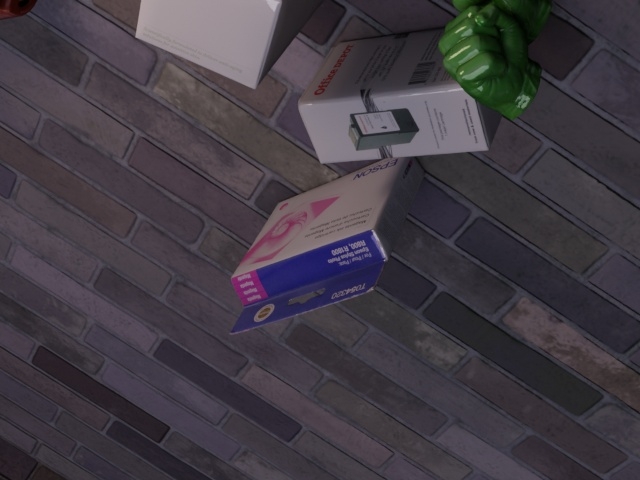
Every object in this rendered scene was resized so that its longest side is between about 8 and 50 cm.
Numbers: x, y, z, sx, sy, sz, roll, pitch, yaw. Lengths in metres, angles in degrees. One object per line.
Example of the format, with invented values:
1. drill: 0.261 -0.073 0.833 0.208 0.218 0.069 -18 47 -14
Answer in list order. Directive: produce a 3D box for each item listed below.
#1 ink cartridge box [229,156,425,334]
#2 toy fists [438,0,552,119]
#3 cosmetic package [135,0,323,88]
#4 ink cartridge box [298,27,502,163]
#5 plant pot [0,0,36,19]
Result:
1. ink cartridge box: 0.000 0.000 1.784 0.324 0.330 0.071 -20 117 35
2. toy fists: 0.251 -0.308 1.451 0.142 0.279 0.096 27 145 -17
3. cosmetic package: -0.097 -0.398 1.476 0.197 0.365 0.155 25 133 5
4. ink cartridge box: 0.139 -0.235 1.610 0.289 0.211 0.121 -2 127 27
5. plant pot: -0.646 -0.481 1.751 0.265 0.272 0.272 -1 127 15
